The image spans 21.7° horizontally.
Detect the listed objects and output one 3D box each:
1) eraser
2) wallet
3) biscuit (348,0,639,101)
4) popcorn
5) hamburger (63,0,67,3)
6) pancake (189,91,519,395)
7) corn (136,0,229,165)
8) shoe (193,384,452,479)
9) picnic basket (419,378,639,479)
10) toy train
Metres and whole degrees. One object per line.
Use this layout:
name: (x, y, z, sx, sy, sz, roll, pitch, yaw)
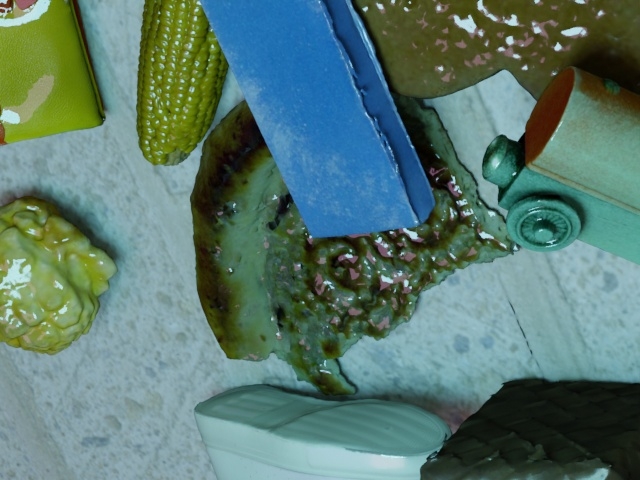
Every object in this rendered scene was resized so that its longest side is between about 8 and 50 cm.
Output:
eraser: (-0.010, -0.148, 1.541, 0.144, 0.042, 0.312, -7, 117, 42)
wallet: (-0.313, -0.216, 1.712, 0.141, 0.067, 0.241, -14, 117, -5)
biscuit: (0.196, -0.288, 1.425, 0.368, 0.076, 0.394, 11, 124, 15)
popcorn: (-0.319, 0.041, 1.853, 0.180, 0.170, 0.180, 26, 130, 36)
hamburger: (-0.183, -0.364, 1.547, 0.283, 0.144, 0.157, -40, 87, 34)
pancake: (-0.004, -0.004, 1.706, 0.305, 0.067, 0.427, 44, 127, -3)
corn: (-0.133, -0.188, 1.650, 0.097, 0.097, 0.262, 24, 127, 15)
shoe: (0.005, 0.253, 1.754, 0.363, 0.131, 0.160, 3, 111, 49)
picnic basket: (0.250, 0.308, 1.606, 0.254, 0.291, 0.321, -6, 102, 30)
toy train: (0.288, -0.047, 1.454, 0.285, 0.116, 0.177, 23, 131, -11)
